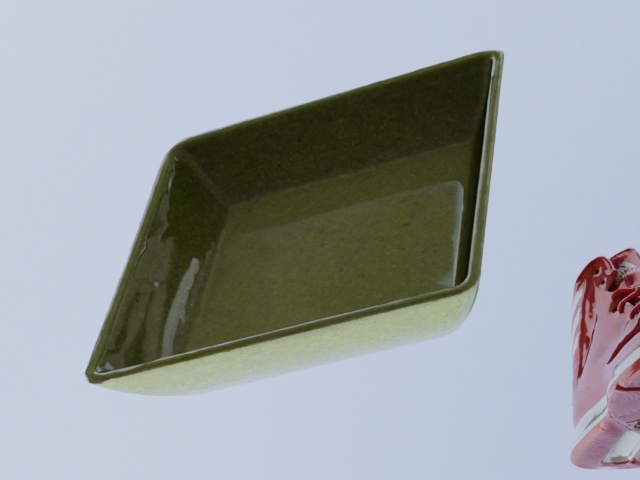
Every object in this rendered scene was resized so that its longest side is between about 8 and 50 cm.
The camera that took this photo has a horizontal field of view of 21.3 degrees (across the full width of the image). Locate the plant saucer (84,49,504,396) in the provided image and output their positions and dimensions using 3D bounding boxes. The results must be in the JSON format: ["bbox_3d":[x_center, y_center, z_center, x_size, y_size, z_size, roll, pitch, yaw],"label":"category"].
[{"bbox_3d":[0.000,0.000,0.800,0.188,0.045,0.188,-14,-146,21],"label":"plant saucer"}]

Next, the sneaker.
[{"bbox_3d":[0.195,0.043,1.023,0.087,0.221,0.128,4,-120,-18],"label":"sneaker"}]
